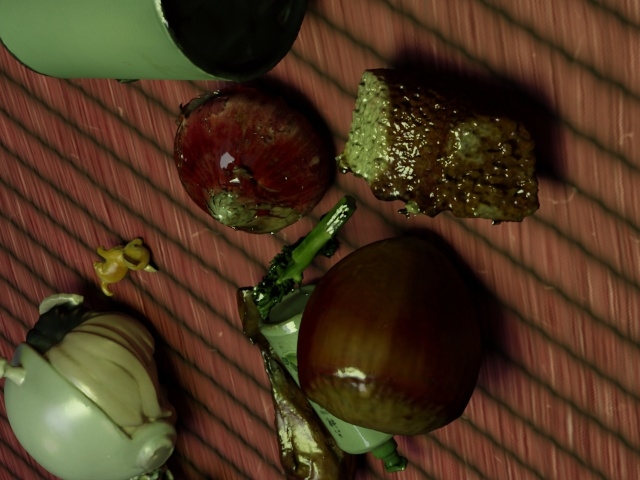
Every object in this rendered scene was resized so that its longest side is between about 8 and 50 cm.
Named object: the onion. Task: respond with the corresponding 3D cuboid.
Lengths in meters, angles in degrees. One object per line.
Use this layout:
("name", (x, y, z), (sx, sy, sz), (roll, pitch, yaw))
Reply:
("onion", (-0.086, -0.075, 1.633), (0.184, 0.147, 0.184), (16, 132, 18))

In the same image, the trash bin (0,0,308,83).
("trash bin", (-0.177, -0.270, 1.519), (0.263, 0.217, 0.277), (6, 148, 40))

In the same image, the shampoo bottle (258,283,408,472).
("shampoo bottle", (0.027, 0.168, 1.732), (0.234, 0.087, 0.118), (57, 169, -13))

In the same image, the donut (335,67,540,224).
("donut", (0.110, -0.096, 1.460), (0.186, 0.144, 0.126), (-127, 33, -53))

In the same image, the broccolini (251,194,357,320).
("broccolini", (0.002, -0.002, 1.601), (0.062, 0.123, 0.271), (29, 154, -7))

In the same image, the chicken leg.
("chicken leg", (-0.031, 0.189, 1.807), (0.093, 0.113, 0.304), (-11, 109, 27))

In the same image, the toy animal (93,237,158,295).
("toy animal", (-0.250, 0.035, 1.944), (0.083, 0.060, 0.081), (10, 85, 41))

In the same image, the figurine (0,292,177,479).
("figurine", (-0.287, 0.261, 2.024), (0.253, 0.211, 0.361), (12, 127, 39))

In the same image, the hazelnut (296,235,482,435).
("hazelnut", (0.077, 0.097, 1.580), (0.208, 0.208, 0.208), (25, 133, 30))
